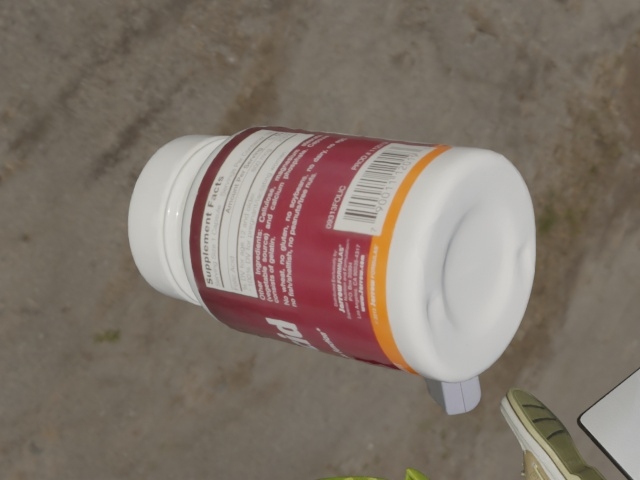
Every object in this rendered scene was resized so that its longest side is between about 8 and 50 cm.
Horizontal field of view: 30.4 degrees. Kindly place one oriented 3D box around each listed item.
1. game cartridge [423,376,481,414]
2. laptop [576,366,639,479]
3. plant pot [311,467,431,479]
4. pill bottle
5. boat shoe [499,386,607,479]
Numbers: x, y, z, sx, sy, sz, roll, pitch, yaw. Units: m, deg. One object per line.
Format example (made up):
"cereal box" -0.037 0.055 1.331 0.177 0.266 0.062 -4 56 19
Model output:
"game cartridge" 0.144 0.071 1.544 0.062 0.198 0.297 -14 94 -8
"laptop" 0.635 0.229 1.586 0.408 0.382 0.236 -35 155 -13
"plant pot" 0.100 0.464 1.646 0.207 0.228 0.227 -10 122 -23
"pill bottle" 0.000 0.000 1.208 0.224 0.392 0.224 -14 109 -48
"boat shoe" 0.411 0.403 2.127 0.113 0.302 0.103 5 130 -46
